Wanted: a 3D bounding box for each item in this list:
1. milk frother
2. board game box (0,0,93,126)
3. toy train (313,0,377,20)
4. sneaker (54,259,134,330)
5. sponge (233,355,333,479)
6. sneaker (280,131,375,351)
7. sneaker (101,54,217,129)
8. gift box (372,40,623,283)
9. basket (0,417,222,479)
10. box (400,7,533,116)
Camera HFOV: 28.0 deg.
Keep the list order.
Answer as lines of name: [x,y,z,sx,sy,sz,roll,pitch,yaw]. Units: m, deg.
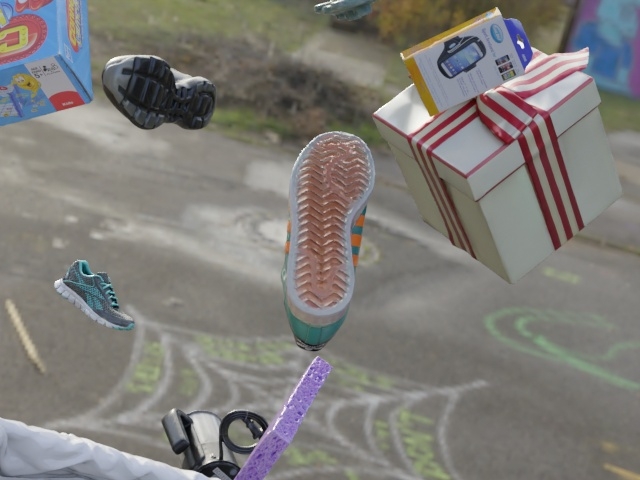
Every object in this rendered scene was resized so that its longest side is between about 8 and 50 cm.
milk frother: [-0.144,0.286,1.845,0.143,0.129,0.134,-25,31,-5]
board game box: [-0.411,-0.254,1.395,0.308,0.086,0.301,-14,58,7]
toy train: [0.081,-0.371,1.669,0.190,0.142,0.334,-16,10,-4]
sneaker: [-0.379,0.092,2.201,0.166,0.076,0.065,33,7,17]
sponge: [-0.048,0.235,1.611,0.031,0.117,0.210,34,25,2]
sneaker: [0.000,0.000,1.615,0.108,0.121,0.302,12,53,-2]
sneaker: [-0.248,-0.209,1.818,0.106,0.101,0.267,20,2,21]
gift box: [0.254,-0.147,1.793,0.255,0.276,0.258,33,-20,45]
basket: [-0.310,0.355,1.306,0.331,0.328,0.266,26,-15,-38]
box: [0.169,-0.204,1.454,0.136,0.081,0.028,-25,31,7]
